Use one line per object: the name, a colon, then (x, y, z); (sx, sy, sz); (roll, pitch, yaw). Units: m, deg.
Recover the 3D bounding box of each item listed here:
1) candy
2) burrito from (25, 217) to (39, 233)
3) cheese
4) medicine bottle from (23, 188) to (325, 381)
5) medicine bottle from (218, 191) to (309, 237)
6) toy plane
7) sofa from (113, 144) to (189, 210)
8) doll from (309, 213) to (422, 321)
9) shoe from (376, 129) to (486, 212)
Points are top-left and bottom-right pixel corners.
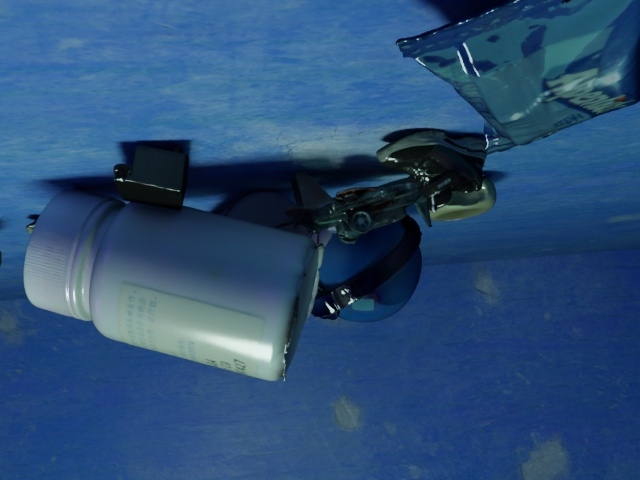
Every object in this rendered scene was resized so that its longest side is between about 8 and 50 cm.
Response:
candy: (0.198, -0.143, 0.601); (0.187, 0.077, 0.331); (-16, 169, 24)
burrito: (-0.474, -0.012, 1.242); (0.058, 0.044, 0.188); (-13, 170, 4)
cheese: (0.233, -0.068, 1.222); (0.137, 0.064, 0.227); (-3, 174, 0)
medicine bottle: (-0.202, 0.056, 0.982); (0.379, 0.213, 0.213); (14, 174, 4)
medicine bottle: (-0.130, 0.009, 1.218); (0.152, 0.152, 0.254); (-2, 173, -22)
toy plane: (0.096, -0.057, 1.051); (0.327, 0.104, 0.223); (-4, 172, -10)
sofa: (-0.212, -0.084, 0.868); (0.085, 0.060, 0.147); (9, 172, -10)
doll: (0.054, 0.047, 1.348); (0.310, 0.240, 0.284); (-19, -161, 51)
shoe: (0.152, -0.085, 0.892); (0.169, 0.099, 0.071); (0, 174, -28)
